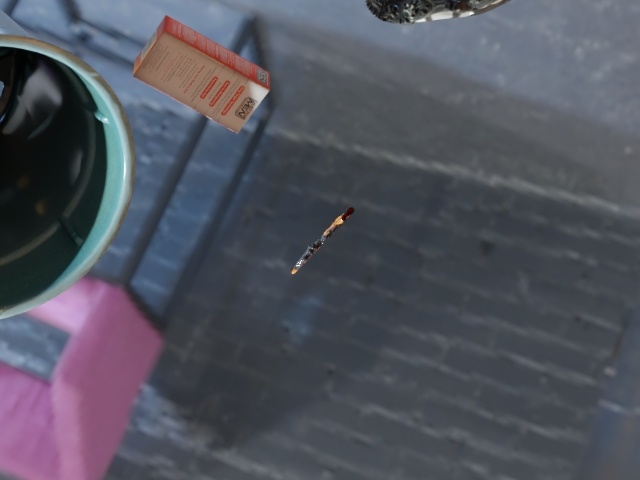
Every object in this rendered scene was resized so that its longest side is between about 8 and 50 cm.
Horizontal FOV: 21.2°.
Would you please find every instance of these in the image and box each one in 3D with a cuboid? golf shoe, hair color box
[{"bbox_3d":[0.143,-0.289,2.016,0.198,0.077,0.094,7,-175,40],"label":"golf shoe"},{"bbox_3d":[-0.135,-0.189,1.951,0.141,0.043,0.072,29,119,-19],"label":"hair color box"}]

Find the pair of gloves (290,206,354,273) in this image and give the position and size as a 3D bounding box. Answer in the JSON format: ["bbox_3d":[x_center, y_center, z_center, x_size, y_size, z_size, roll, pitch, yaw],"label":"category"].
[{"bbox_3d":[0.000,0.000,1.809,0.010,0.083,0.074,43,156,-1],"label":"pair of gloves"}]

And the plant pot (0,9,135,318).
[{"bbox_3d":[-0.427,-0.131,1.962,0.341,0.341,0.334,37,-174,-36],"label":"plant pot"}]
